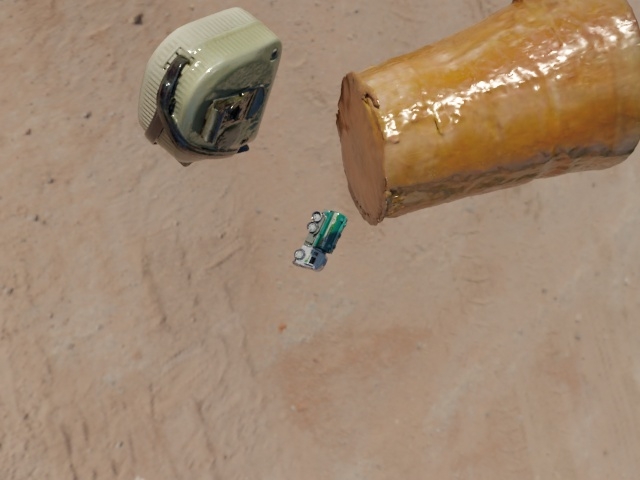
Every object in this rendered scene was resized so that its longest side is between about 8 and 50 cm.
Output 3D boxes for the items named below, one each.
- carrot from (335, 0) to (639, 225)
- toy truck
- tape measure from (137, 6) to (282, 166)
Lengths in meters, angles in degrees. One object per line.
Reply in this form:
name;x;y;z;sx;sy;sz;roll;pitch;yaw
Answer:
carrot;0.146;-0.130;0.762;0.254;0.196;0.196;-14;109;-8
toy truck;0.000;0.000;1.023;0.083;0.044;0.039;-65;168;-6
tape measure;-0.181;-0.208;1.286;0.231;0.133;0.271;-36;162;-38
